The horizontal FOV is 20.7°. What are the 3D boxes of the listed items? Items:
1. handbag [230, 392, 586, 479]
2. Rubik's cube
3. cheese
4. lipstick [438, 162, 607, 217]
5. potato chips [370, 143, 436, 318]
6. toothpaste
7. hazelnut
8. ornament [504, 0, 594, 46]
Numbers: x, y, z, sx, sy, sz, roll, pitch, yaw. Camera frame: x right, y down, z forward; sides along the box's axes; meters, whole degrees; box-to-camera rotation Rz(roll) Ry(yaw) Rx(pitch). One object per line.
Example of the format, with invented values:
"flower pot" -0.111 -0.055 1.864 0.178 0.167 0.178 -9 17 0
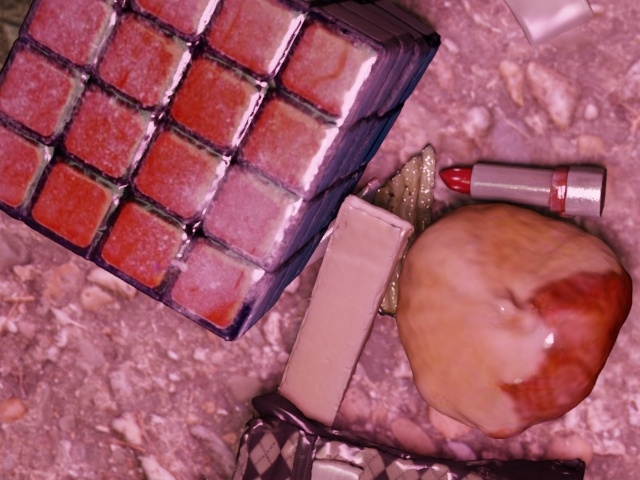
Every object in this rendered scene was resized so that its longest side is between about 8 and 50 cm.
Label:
"handbag" 0.080 0.356 2.006 0.416 0.180 0.316 10 111 5
"Rubik's cube" -0.115 -0.147 1.818 0.344 0.337 0.344 32 107 5
"cheese" 0.010 0.115 1.971 0.085 0.034 0.400 28 130 8
"lipstick" 0.221 -0.059 1.948 0.186 0.063 0.057 6 104 14
"potato chips" 0.089 -0.007 1.988 0.092 0.028 0.207 -1 109 -7
"toothpaste" 0.000 0.000 2.012 0.190 0.031 0.048 -34 100 12
"hazelnut" 0.202 0.078 1.891 0.261 0.241 0.261 2 98 12
"ornament" 0.188 -0.337 1.845 0.130 0.120 0.285 -42 96 12
